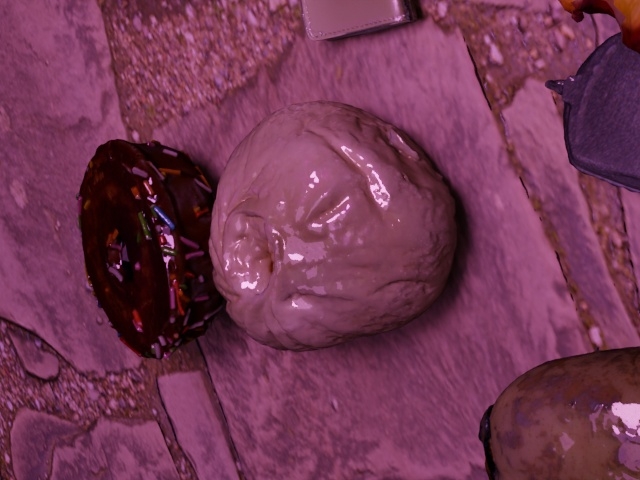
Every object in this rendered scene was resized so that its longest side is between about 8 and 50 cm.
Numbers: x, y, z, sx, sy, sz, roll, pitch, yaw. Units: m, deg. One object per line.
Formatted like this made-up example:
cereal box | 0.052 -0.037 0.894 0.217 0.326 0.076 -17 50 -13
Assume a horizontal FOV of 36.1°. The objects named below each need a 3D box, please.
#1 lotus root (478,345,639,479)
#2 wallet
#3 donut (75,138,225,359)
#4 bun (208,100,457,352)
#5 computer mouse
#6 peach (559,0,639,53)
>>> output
lotus root | 0.262 0.146 0.700 0.309 0.173 0.173 -14 93 33
wallet | 0.023 -0.255 0.845 0.110 0.039 0.155 -5 100 35
donut | -0.171 0.007 1.010 0.235 0.089 0.235 23 118 51
bun | 0.000 0.000 0.864 0.244 0.153 0.243 13 113 32
computer mouse | 0.263 -0.079 0.688 0.229 0.068 0.113 27 100 42
peach | 0.235 -0.290 0.489 0.416 0.353 0.339 51 171 8
